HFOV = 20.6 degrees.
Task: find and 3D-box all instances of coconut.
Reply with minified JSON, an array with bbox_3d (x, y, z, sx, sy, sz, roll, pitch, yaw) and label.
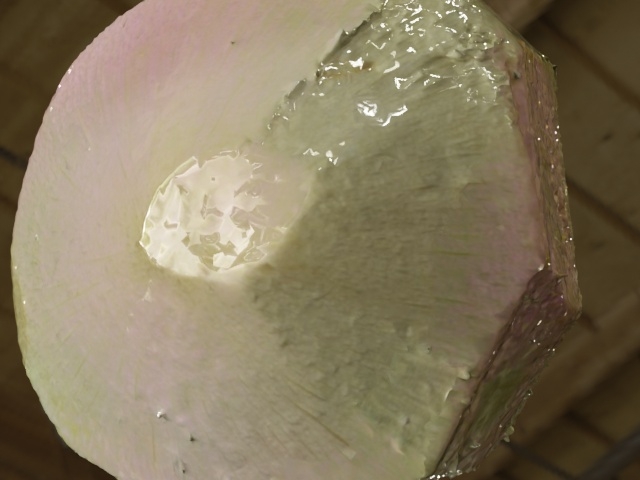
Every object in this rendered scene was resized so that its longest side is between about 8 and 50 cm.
[{"bbox_3d":[0.000,0.000,0.707,0.233,0.233,0.245,-40,-9,15],"label":"coconut"}]
